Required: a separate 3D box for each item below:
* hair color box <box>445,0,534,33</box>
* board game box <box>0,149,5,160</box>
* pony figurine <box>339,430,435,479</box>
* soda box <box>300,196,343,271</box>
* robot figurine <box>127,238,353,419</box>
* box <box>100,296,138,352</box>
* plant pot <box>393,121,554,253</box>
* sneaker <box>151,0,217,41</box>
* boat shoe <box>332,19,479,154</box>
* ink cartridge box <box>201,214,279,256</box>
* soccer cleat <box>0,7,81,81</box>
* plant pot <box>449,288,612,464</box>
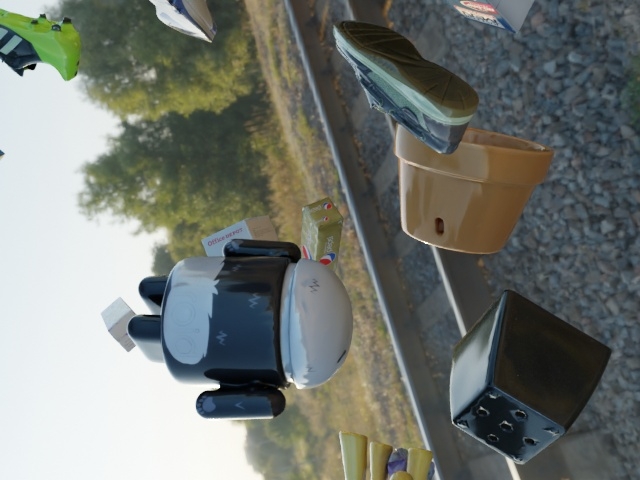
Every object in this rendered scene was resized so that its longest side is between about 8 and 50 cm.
[{"bbox_3d":[0.163,-0.406,0.775,0.105,0.347,0.174,34,100,41],"label":"hair color box"},{"bbox_3d":[-0.603,-0.005,0.915,0.086,0.308,0.302,37,-172,-19],"label":"board game box"},{"bbox_3d":[0.084,0.491,0.984,0.351,0.303,0.363,49,-132,-63],"label":"pony figurine"},{"bbox_3d":[0.000,0.000,1.298,0.061,0.058,0.181,55,158,29],"label":"soda box"},{"bbox_3d":[-0.097,0.106,0.849,0.173,0.278,0.209,-29,-61,-81],"label":"robot figurine"},{"bbox_3d":[-0.433,0.179,1.444,0.063,0.067,0.324,52,165,-14],"label":"box"},{"bbox_3d":[0.268,-0.102,1.247,0.291,0.291,0.203,-124,42,-67],"label":"plant pot"},{"bbox_3d":[-0.286,-0.557,1.350,0.127,0.182,0.315,25,175,23],"label":"sneaker"},{"bbox_3d":[0.052,-0.116,0.484,0.152,0.056,0.049,53,144,40],"label":"boat shoe"},{"bbox_3d":[-0.164,0.046,1.518,0.176,0.128,0.127,68,-156,0],"label":"ink cartridge box"},{"bbox_3d":[-0.352,-0.224,0.725,0.060,0.179,0.072,-70,-4,-54],"label":"soccer cleat"},{"bbox_3d":[0.306,0.226,1.016,0.167,0.188,0.187,-56,-6,-44],"label":"plant pot"}]
